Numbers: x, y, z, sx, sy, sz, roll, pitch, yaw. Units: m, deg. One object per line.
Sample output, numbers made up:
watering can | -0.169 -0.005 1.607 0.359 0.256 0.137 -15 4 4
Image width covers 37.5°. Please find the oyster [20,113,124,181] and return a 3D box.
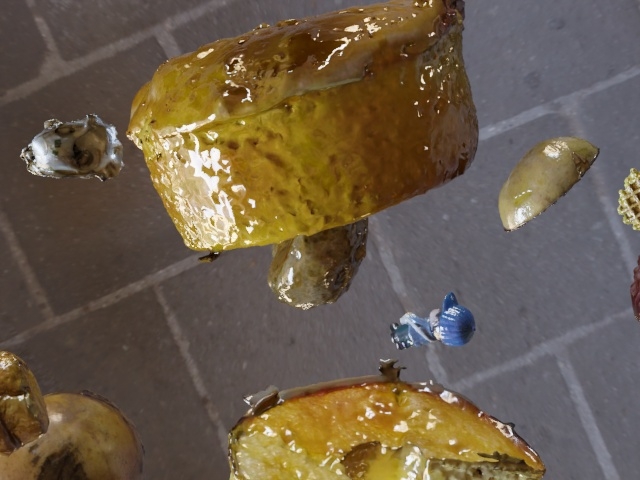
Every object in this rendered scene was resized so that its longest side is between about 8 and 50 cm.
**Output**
oyster | -0.393 -0.148 1.478 0.165 0.053 0.108 -4 120 -6

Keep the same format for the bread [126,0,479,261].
bread | -0.006 -0.140 1.024 0.397 0.398 0.215 -16 101 1

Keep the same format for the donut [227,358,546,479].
donut | 0.024 0.136 0.528 0.146 0.181 0.078 29 120 36

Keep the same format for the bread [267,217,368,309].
bread | 0.000 0.000 1.459 0.122 0.230 0.230 16 94 -10

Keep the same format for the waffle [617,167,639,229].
waffle | 0.396 -0.048 1.125 0.078 0.016 0.085 30 118 16

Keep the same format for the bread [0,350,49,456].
bread | -0.231 0.118 0.692 0.046 0.083 0.081 -18 122 -11

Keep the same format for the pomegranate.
pomegranate | -0.458 0.398 1.606 0.322 0.322 0.322 0 94 0

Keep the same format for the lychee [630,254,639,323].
lychee | 0.622 0.070 1.418 0.305 0.306 0.331 13 96 -1

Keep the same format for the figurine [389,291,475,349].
figurine | 0.179 0.143 1.501 0.136 0.079 0.077 -26 130 15

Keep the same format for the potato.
potato | 0.451 -0.130 1.954 0.261 0.120 0.100 -42 98 17
